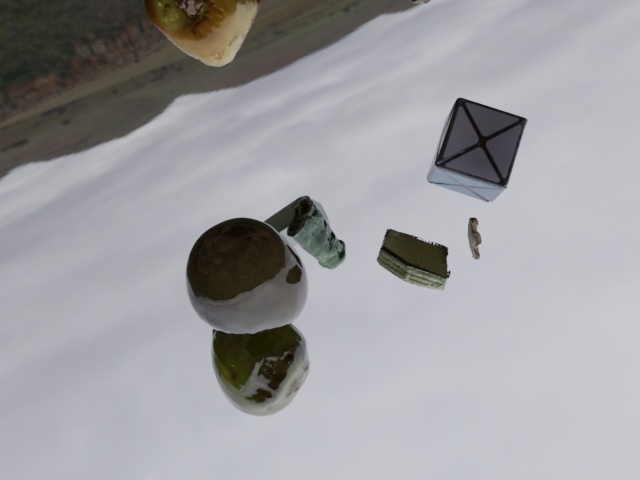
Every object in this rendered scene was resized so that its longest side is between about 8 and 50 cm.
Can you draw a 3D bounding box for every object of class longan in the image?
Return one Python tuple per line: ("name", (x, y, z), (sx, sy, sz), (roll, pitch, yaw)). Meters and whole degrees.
("longan", (-0.153, 0.076, 1.422), (0.258, 0.258, 0.258), (-24, -161, 9))

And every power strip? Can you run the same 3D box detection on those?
("power strip", (-0.070, -0.026, 2.420), (0.229, 0.141, 0.261), (-32, 157, 17))

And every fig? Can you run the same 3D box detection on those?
("fig", (-0.161, 0.286, 1.648), (0.271, 0.240, 0.239), (28, -129, 29))

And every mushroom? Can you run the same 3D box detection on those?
("mushroom", (0.363, -0.004, 1.603), (0.019, 0.101, 0.049), (-3, 175, -8))

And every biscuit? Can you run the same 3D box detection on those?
("biscuit", (0.197, 0.040, 1.445), (0.150, 0.052, 0.252), (17, -165, 4))

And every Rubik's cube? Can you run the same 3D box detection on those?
("Rubik's cube", (0.521, -0.298, 2.307), (0.260, 0.259, 0.255), (70, 38, -79))

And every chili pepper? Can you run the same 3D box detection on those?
("chili pepper", (0.000, 0.000, 2.045), (0.099, 0.270, 0.136), (-16, -130, 21))

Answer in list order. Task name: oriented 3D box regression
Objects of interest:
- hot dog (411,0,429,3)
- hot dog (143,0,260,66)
("hot dog", (0.248, -0.666, 1.521), (0.196, 0.273, 0.122), (-4, 180, 40))
("hot dog", (-0.258, -0.553, 1.484), (0.185, 0.223, 0.405), (-58, -158, 32))
